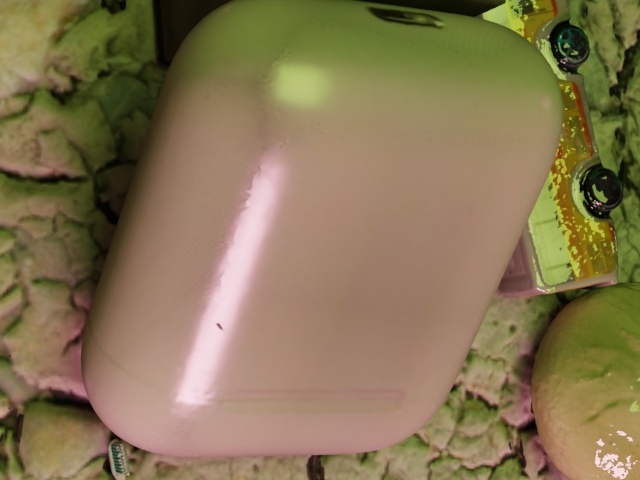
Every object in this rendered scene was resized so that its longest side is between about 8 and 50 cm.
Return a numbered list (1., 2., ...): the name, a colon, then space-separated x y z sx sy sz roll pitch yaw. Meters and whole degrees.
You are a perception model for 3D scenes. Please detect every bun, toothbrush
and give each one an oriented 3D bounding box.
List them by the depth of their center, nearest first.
1. toothbrush: -0.125 0.241 1.165 0.017 0.022 0.204 -13 92 -28
2. bun: 0.286 0.130 1.355 0.222 0.127 0.222 4 80 -26

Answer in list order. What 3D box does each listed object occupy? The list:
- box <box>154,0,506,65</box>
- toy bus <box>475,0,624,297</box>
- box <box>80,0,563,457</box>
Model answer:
1. box: -0.003 -0.230 1.168 0.153 0.252 0.188 0 80 -33
2. toy bus: 0.175 -0.086 1.349 0.106 0.092 0.268 -11 89 -21
3. box: -0.001 -0.001 1.120 0.288 0.141 0.349 2 124 -31
